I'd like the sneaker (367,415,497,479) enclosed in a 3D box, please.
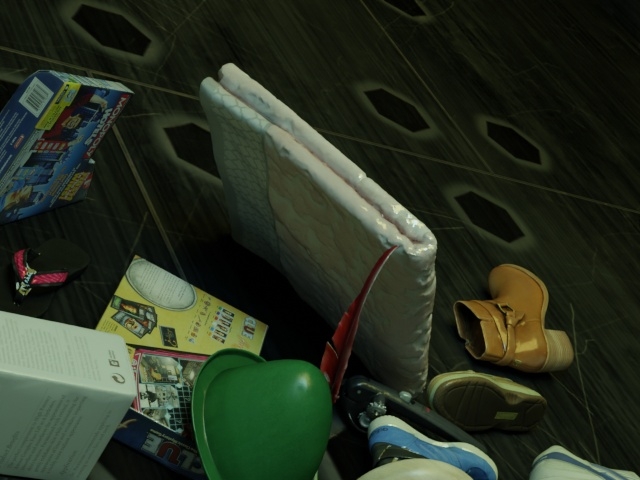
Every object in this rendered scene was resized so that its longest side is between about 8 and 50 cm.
[{"bbox_3d":[0.118,0.243,1.381,0.152,0.058,0.085,27,29,-16],"label":"sneaker"}]

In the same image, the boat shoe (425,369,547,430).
[{"bbox_3d":[0.181,0.181,1.559,0.190,0.068,0.072,20,15,-44],"label":"boat shoe"}]

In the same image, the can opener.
[{"bbox_3d":[0.100,0.196,1.439,0.186,0.059,0.073,27,26,-9],"label":"can opener"}]

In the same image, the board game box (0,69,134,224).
[{"bbox_3d":[-0.292,-0.099,1.421,0.060,0.194,0.194,40,13,13],"label":"board game box"}]

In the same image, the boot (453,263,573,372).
[{"bbox_3d":[0.231,0.092,1.746,0.152,0.073,0.197,8,33,-32],"label":"boot"}]

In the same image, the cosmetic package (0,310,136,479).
[{"bbox_3d":[-0.281,0.122,1.095,0.231,0.117,0.085,17,30,-31],"label":"cosmetic package"}]

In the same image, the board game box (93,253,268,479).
[{"bbox_3d":[-0.149,0.121,1.317,0.165,0.042,0.243,29,27,-6],"label":"board game box"}]

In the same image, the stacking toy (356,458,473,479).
[{"bbox_3d":[0.097,0.347,1.116,0.141,0.141,0.330,20,34,-23],"label":"stacking toy"}]

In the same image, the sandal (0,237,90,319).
[{"bbox_3d":[-0.281,0.029,1.333,0.067,0.040,0.179,33,27,1],"label":"sandal"}]

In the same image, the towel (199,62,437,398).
[{"bbox_3d":[0.000,0.000,1.435,0.053,0.332,0.317,-40,66,-18],"label":"towel"}]

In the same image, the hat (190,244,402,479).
[{"bbox_3d":[0.003,0.144,1.202,0.173,0.183,0.209,-18,84,-60],"label":"hat"}]

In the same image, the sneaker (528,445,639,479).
[{"bbox_3d":[0.364,0.313,1.467,0.296,0.112,0.131,29,26,-9],"label":"sneaker"}]
